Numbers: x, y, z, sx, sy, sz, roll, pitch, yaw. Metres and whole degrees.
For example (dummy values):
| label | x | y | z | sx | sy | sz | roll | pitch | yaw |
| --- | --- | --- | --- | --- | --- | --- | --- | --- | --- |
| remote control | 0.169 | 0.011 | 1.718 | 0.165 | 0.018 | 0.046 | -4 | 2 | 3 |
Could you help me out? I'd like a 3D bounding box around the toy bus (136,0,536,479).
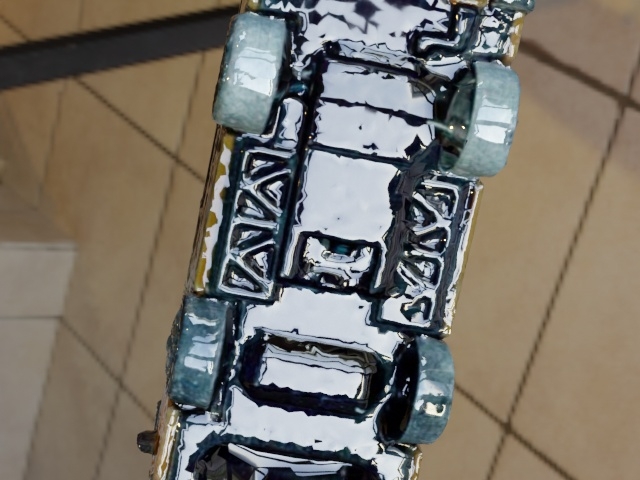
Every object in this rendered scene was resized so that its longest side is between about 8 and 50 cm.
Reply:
| label | x | y | z | sx | sy | sz | roll | pitch | yaw |
| --- | --- | --- | --- | --- | --- | --- | --- | --- | --- |
| toy bus | 0.000 | 0.000 | 0.814 | 0.194 | 0.162 | 0.323 | -112 | 33 | -77 |
